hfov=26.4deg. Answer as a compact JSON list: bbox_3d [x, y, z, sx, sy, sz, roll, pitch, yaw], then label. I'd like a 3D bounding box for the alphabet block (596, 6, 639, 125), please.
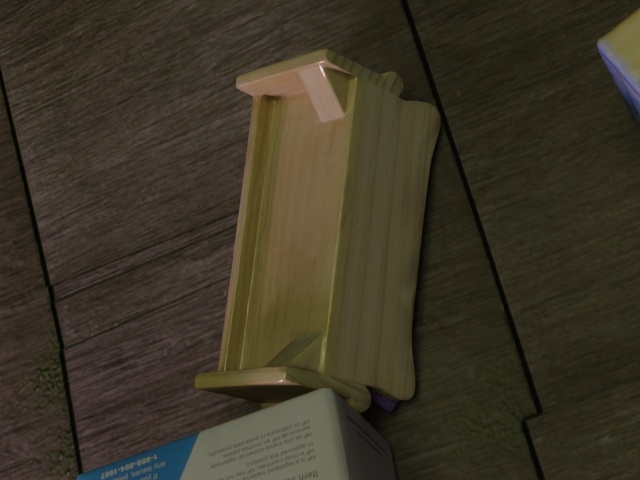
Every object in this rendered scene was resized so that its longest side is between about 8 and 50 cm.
[{"bbox_3d":[0.401,-0.147,1.254,0.197,0.193,0.192,-38,64,8],"label":"alphabet block"}]

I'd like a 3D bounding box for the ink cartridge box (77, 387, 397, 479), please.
[{"bbox_3d":[-0.056,0.378,1.261,0.285,0.166,0.395,-21,55,16],"label":"ink cartridge box"}]

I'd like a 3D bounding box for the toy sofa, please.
[{"bbox_3d":[0.000,0.000,1.423,0.150,0.177,0.362,-10,68,46],"label":"toy sofa"}]
